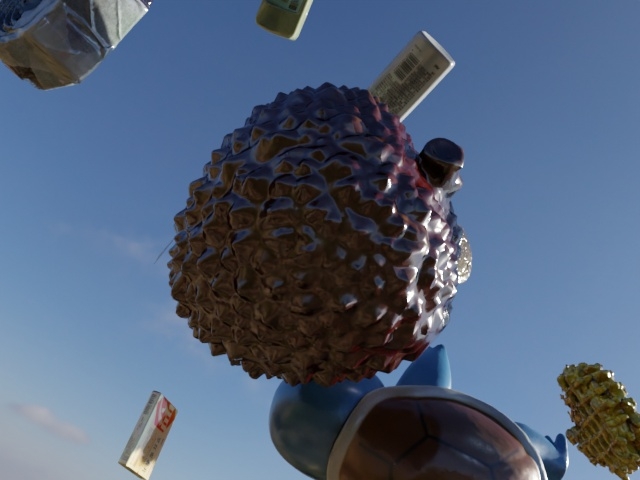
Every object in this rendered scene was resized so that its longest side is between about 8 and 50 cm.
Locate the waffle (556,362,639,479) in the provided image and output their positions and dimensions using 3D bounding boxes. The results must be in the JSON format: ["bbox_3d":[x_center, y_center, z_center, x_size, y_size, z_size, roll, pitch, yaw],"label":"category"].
[{"bbox_3d":[0.472,0.305,1.080,0.197,0.070,0.193,139,-71,-76],"label":"waffle"}]

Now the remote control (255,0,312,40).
[{"bbox_3d":[-0.048,-0.520,1.259,0.098,0.233,0.038,27,11,14],"label":"remote control"}]

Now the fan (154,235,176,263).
[{"bbox_3d":[-0.162,-0.088,1.036,0.012,0.233,0.415,37,-56,-16],"label":"fan"}]

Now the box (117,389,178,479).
[{"bbox_3d":[-0.208,0.238,0.775,0.015,0.093,0.058,7,-35,21],"label":"box"}]

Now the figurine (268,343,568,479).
[{"bbox_3d":[0.129,0.284,0.720,0.416,0.297,0.243,24,-1,39],"label":"figurine"}]

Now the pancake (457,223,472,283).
[{"bbox_3d":[0.242,0.021,1.123,0.011,0.115,0.115,-13,-49,35],"label":"pancake"}]

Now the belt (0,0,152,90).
[{"bbox_3d":[-0.399,-0.375,1.047,0.184,0.289,0.164,34,-9,36],"label":"belt"}]

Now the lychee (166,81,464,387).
[{"bbox_3d":[0.000,0.000,0.637,0.330,0.306,0.306,-28,-57,20],"label":"lychee"}]

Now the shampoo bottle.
[{"bbox_3d":[0.130,-0.258,1.129,0.086,0.056,0.227,47,-63,6],"label":"shampoo bottle"}]
